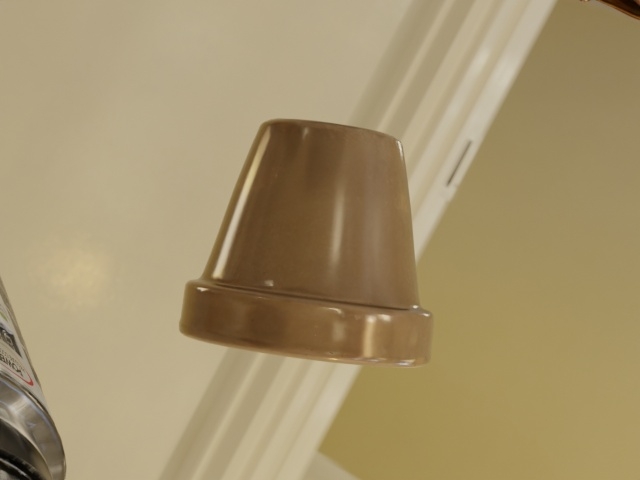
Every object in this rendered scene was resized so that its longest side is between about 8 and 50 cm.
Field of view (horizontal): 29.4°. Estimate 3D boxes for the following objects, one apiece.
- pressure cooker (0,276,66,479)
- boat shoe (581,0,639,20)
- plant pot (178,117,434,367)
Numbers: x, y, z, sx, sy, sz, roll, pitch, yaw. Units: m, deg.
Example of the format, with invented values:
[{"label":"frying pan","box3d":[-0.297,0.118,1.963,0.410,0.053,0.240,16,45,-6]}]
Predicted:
[{"label":"pressure cooker","box3d":[-0.338,0.155,0.677,0.369,0.375,0.420,-6,-134,-33]},{"label":"boat shoe","box3d":[0.273,-0.279,1.243,0.178,0.060,0.064,28,161,16]},{"label":"plant pot","box3d":[0.000,0.000,1.248,0.263,0.229,0.263,8,179,0]}]
